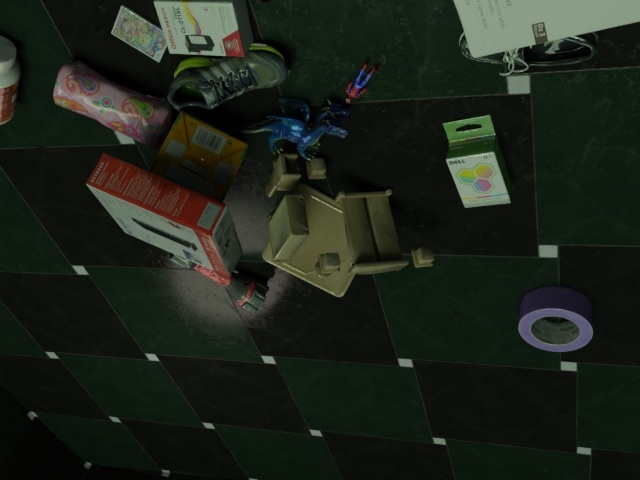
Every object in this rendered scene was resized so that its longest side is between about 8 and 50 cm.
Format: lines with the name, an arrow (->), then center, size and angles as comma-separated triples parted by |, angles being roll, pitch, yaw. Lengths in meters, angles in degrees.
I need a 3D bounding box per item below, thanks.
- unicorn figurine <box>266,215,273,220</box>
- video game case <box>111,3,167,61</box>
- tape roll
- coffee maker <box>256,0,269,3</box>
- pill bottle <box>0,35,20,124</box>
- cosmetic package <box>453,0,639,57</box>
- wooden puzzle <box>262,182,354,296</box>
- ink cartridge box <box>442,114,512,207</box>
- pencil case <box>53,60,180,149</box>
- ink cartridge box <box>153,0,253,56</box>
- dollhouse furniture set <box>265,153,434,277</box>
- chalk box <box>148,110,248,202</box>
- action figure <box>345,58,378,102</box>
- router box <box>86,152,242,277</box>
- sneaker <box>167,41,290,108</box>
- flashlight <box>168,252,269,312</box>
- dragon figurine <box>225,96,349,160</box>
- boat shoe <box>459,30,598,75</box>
unicorn figurine -> -0.073, -0.025, 1.901 | 0.111, 0.162, 0.060 | -12, 146, -9
video game case -> -0.398, -0.459, 1.600 | 0.122, 0.011, 0.087 | 30, 139, -13
tape roll -> 0.623, 0.209, 1.910 | 0.188, 0.080, 0.189 | 11, 139, 10
coffee maker -> -0.166, -0.514, 1.324 | 0.178, 0.171, 0.120 | 12, 113, 4
pill bottle -> -0.796, -0.389, 1.747 | 0.121, 0.121, 0.216 | 27, 140, -10
cosmetic package -> 0.413, -0.462, 1.170 | 0.384, 0.156, 0.217 | -7, 132, 29
wooden puzzle -> 0.000, 0.000, 1.853 | 0.238, 0.221, 0.044 | 28, -177, -7
ink cartridge box -> 0.348, -0.170, 1.598 | 0.108, 0.062, 0.209 | -6, 134, 28
pencil case -> -0.484, -0.322, 1.712 | 0.284, 0.124, 0.124 | 23, 140, -7
ink cartridge box -> -0.240, -0.455, 1.495 | 0.175, 0.072, 0.128 | 6, 139, 15
dollhouse furniture set -> 0.063, -0.049, 1.778 | 0.355, 0.304, 0.174 | -2, 159, -21
chalk box -> -0.309, -0.154, 1.746 | 0.180, 0.179, 0.289 | 26, 163, -9
action figure -> 0.082, -0.335, 1.543 | 0.038, 0.030, 0.115 | 23, 142, -13
router box -> -0.346, -0.047, 1.672 | 0.301, 0.082, 0.335 | 22, 164, 7
sneaker -> -0.203, -0.342, 1.570 | 0.299, 0.121, 0.111 | -7, 134, 27
flashlight -> -0.302, 0.103, 2.129 | 0.304, 0.103, 0.103 | 33, 139, -17
dragon figurine -> -0.070, -0.269, 1.628 | 0.289, 0.085, 0.144 | 16, 139, 10
boat shoe -> 0.385, -0.364, 1.351 | 0.254, 0.079, 0.095 | 6, 139, 15
